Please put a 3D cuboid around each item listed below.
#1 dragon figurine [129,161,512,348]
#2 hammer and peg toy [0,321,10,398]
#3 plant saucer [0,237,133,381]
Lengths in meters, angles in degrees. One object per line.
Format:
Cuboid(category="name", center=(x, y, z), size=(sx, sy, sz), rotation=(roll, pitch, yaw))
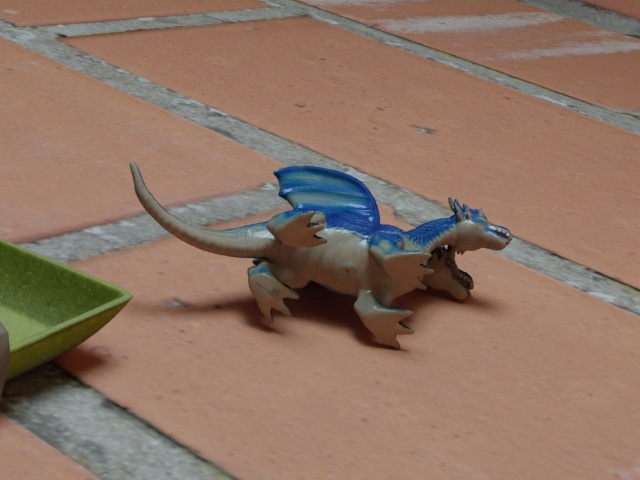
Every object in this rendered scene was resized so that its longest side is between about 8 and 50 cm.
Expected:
Cuboid(category="dragon figurine", center=(0.000, 0.000, 1.032), size=(0.289, 0.085, 0.144), rotation=(12, 18, -8))
Cuboid(category="hammer and peg toy", center=(-0.283, 0.093, 0.412), size=(0.361, 0.266, 0.127), rotation=(15, 2, 9))
Cuboid(category="plant saucer", center=(-0.242, 0.045, 0.857), size=(0.188, 0.045, 0.188), rotation=(20, 22, 24))
